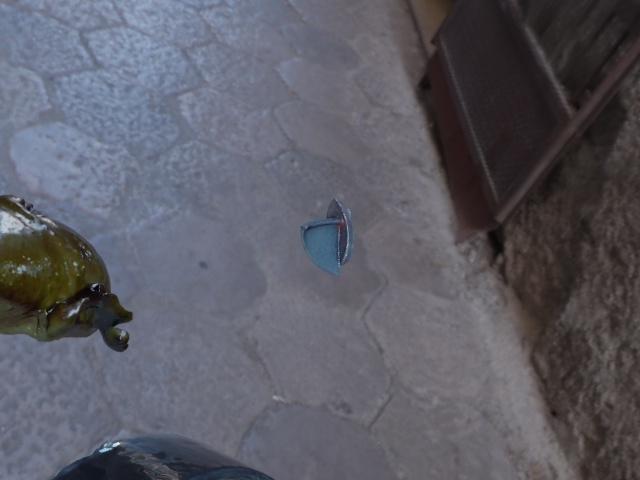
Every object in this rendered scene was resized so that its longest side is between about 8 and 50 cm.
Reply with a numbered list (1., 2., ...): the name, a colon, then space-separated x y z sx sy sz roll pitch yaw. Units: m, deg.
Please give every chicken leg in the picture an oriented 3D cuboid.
1. chicken leg: -0.333 0.014 0.748 0.212 0.140 0.361 17 -6 27

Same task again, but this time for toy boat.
1. toy boat: 0.000 0.000 0.975 0.034 0.096 0.122 1 7 29

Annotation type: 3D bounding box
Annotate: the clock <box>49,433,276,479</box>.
1. clock: -0.133 0.337 0.584 0.077 0.385 0.386 8 21 33
